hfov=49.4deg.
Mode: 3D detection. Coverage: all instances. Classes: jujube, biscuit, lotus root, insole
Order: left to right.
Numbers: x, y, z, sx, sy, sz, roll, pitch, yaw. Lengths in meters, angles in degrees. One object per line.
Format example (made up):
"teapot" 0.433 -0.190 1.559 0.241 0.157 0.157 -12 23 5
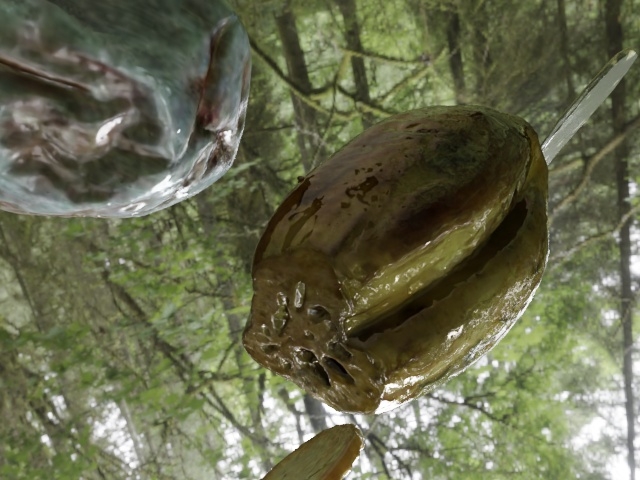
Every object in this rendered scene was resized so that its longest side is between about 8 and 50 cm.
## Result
"jujube" -0.208 -0.142 0.581 0.308 0.246 0.215 22 -157 -18
"biscuit" -0.015 0.384 1.162 0.205 0.040 0.309 -39 180 -29
"lotus root" 0.081 0.003 0.540 0.193 0.193 0.291 6 -143 45
"insole" 0.264 -0.117 0.769 0.081 0.011 0.247 -28 159 -34
